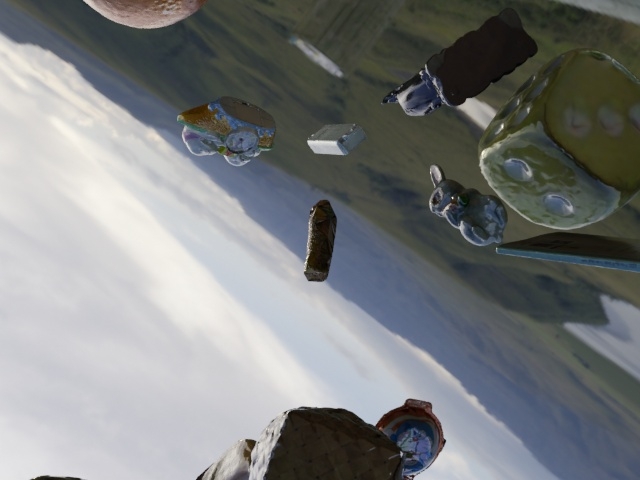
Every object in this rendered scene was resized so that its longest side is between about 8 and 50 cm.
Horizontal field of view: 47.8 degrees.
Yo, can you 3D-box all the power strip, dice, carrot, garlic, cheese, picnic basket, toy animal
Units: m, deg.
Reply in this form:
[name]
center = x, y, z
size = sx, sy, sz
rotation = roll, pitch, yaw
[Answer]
[power strip]
center = 0.045, -0.324, 2.301
size = 0.058, 0.098, 0.338
rotation = 52, 170, -19
[dice]
center = 0.442, -0.176, 1.291
size = 0.233, 0.238, 0.227
rotation = 41, 158, -8
[carrot]
center = 0.000, 0.001, 1.605
size = 0.069, 0.069, 0.228
rotation = 36, -141, -26
[garlic]
center = -0.278, 0.681, 2.072
size = 0.151, 0.338, 0.196
rotation = 63, -161, 12
[cheese]
center = 0.209, 0.566, 1.872
size = 0.217, 0.329, 0.129
rotation = 17, -174, -17
[picnic basket]
center = 0.007, 0.519, 1.611
size = 0.337, 0.293, 0.337
rotation = 20, 165, 5
[toy animal]
center = 0.307, -0.075, 1.604
size = 0.236, 0.108, 0.138
rotation = 36, 169, 48

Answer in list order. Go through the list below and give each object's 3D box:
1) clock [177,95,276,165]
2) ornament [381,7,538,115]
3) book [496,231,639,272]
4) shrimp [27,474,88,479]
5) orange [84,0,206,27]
[clock]
center = -0.197, -0.226, 1.527
size = 0.231, 0.144, 0.103
rotation = 15, -135, -37
[ornament]
center = 0.254, -0.325, 1.401
size = 0.106, 0.251, 0.260
rotation = 59, 168, -8
[book]
center = 0.410, 0.017, 0.961
size = 0.283, 0.025, 0.215
rotation = 9, -169, 42
[shrimp]
center = -0.638, 0.626, 1.701
size = 0.051, 0.217, 0.150
rotation = 71, -164, -45
[orange]
center = -0.380, -0.640, 1.450
size = 0.326, 0.424, 0.424
rotation = -25, -129, -37
